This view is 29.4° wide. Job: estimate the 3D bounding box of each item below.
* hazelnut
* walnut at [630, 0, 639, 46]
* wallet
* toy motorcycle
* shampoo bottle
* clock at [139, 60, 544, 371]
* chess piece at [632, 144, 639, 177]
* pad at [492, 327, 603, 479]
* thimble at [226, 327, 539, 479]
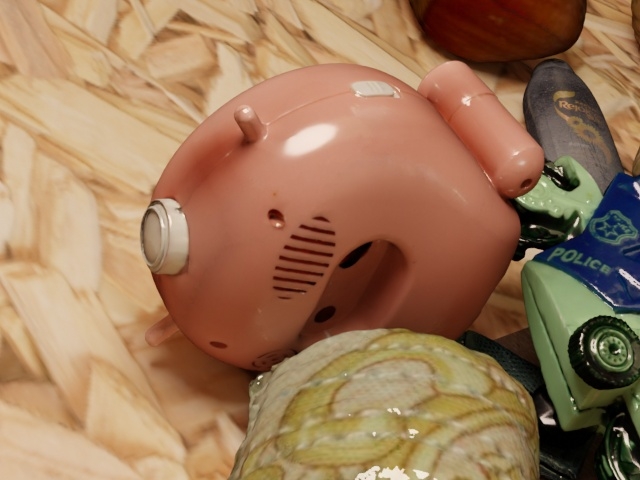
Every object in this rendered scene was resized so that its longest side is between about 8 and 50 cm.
[{"bbox_3d":[0.183,-0.276,1.266,0.181,0.181,0.212,-10,33,-4],"label":"hazelnut"},{"bbox_3d":[0.453,-0.272,1.390,0.213,0.213,0.213,13,38,-11],"label":"walnut"},{"bbox_3d":[0.139,0.116,0.884,0.129,0.026,0.088,28,42,10],"label":"wallet"},{"bbox_3d":[0.231,0.060,0.859,0.196,0.125,0.331,-9,54,-20],"label":"toy motorcycle"},{"bbox_3d":[0.243,-0.098,1.181,0.087,0.049,0.234,15,38,-12],"label":"shampoo bottle"},{"bbox_3d":[0.000,0.000,0.798,0.241,0.227,0.142,-2,44,-35],"label":"clock"},{"bbox_3d":[0.469,-0.058,1.167,0.299,0.167,0.167,29,38,2],"label":"chess piece"},{"bbox_3d":[0.245,0.155,0.913,0.176,0.002,0.266,-15,51,-38],"label":"pad"},{"bbox_3d":[0.035,0.138,0.724,0.190,0.137,0.143,13,37,6],"label":"thimble"}]
